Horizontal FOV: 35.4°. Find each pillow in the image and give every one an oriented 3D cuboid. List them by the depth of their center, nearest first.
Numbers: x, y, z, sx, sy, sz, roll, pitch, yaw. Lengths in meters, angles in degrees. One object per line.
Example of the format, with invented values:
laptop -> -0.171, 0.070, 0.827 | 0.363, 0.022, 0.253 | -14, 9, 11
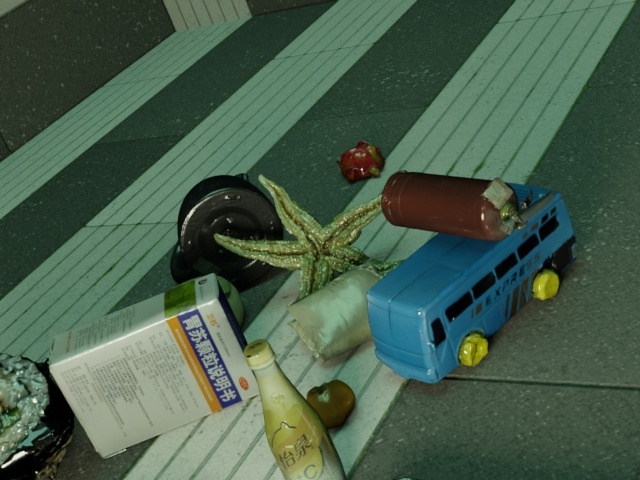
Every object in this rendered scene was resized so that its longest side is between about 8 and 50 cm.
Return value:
pillow -> 0.041, 0.126, 1.721 | 0.181, 0.078, 0.134 | -27, 49, -10

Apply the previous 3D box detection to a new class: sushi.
sushi -> -0.513, 0.322, 1.669 | 0.238, 0.219, 0.225 | -32, 58, -26

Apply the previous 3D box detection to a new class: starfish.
starfish -> 0.000, 0.000, 1.886 | 0.347, 0.078, 0.358 | -28, 60, -6

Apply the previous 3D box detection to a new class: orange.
orange -> 0.013, 0.250, 1.547 | 0.086, 0.062, 0.086 | -16, 30, 10

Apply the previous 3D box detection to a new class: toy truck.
toy truck -> 0.242, 0.063, 1.610 | 0.385, 0.162, 0.161 | -37, 31, -27

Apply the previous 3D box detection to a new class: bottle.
bottle -> -0.038, 0.247, 1.357 | 0.083, 0.270, 0.083 | -16, 28, 9

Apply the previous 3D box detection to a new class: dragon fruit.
dragon fruit -> 0.088, -0.188, 2.293 | 0.112, 0.068, 0.126 | -15, 26, 14

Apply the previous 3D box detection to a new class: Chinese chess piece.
Chinese chess piece -> -0.239, 0.144, 1.907 | 0.188, 0.083, 0.188 | -18, 30, 10

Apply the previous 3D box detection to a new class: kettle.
kettle -> -0.225, -0.019, 2.102 | 0.268, 0.207, 0.290 | -51, 22, 4

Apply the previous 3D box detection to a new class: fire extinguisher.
fire extinguisher -> 0.224, -0.057, 1.555 | 0.269, 0.105, 0.105 | 10, 40, 46

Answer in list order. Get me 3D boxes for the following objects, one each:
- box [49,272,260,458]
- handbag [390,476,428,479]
box -> -0.273, 0.208, 1.681 | 0.299, 0.200, 0.106 | -22, 25, -1
handbag -> 0.143, 0.372, 1.124 | 0.326, 0.089, 0.238 | 1, 21, 45
